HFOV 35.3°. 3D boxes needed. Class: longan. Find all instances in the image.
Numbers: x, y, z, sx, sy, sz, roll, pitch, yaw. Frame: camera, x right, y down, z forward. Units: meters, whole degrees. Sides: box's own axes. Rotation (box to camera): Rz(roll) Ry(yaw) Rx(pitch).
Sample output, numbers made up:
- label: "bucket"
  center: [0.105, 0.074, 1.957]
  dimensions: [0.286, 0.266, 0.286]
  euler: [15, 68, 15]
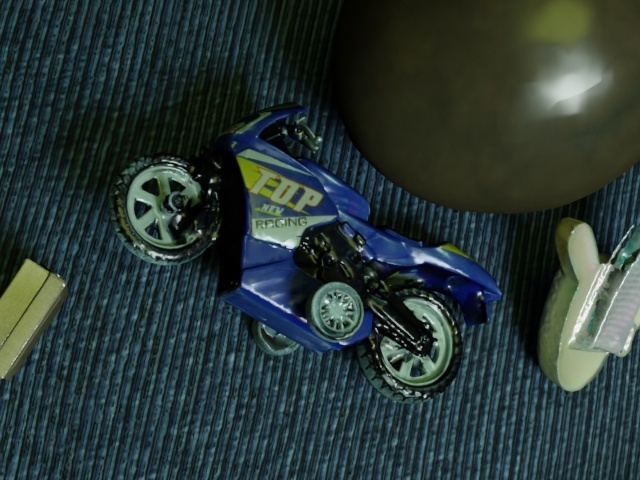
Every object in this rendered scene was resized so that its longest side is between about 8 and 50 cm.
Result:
- label: "longan"
  center: [0.140, -0.143, 0.758]
  dimensions: [0.258, 0.258, 0.257]
  euler: [2, 81, -14]

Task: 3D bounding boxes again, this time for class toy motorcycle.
- label: "toy motorcycle"
  center: [0.000, 0.000, 0.765]
  dimensions: [0.315, 0.113, 0.168]
  euler: [31, 66, -18]

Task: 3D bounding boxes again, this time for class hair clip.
- label: "hair clip"
  center: [0.237, 0.025, 0.796]
  dimensions: [0.159, 0.071, 0.218]
  euler: [13, 114, -40]

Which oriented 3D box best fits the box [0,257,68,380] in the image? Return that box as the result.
- label: "box"
  center: [-0.213, 0.056, 0.712]
  dimensions: [0.035, 0.079, 0.083]
  euler: [32, 75, -7]
